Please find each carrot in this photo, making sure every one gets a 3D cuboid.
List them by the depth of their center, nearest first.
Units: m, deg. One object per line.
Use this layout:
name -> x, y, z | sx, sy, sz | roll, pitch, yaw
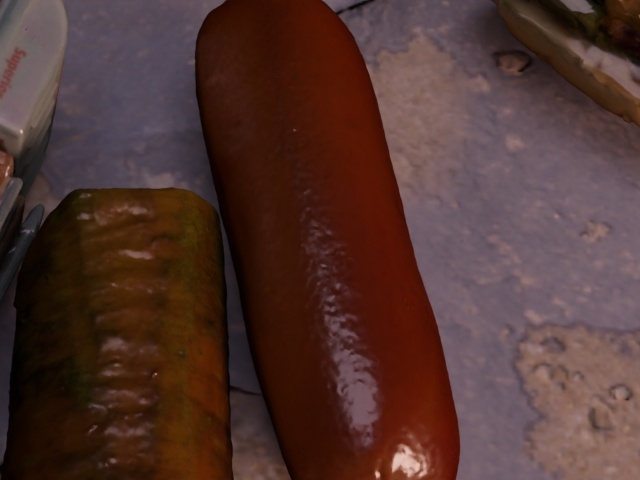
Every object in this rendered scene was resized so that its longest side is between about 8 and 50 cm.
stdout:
carrot -> -0.088, 0.122, 0.712 | 0.114, 0.114, 0.302 | 1, 57, -8

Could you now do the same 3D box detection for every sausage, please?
sausage -> 0.000, 0.000, 0.808 | 0.089, 0.083, 0.300 | 18, 47, -46

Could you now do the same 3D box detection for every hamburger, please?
hamburger -> 0.199, -0.113, 0.906 | 0.155, 0.135, 0.208 | -39, 86, -10

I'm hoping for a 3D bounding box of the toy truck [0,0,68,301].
toy truck -> -0.216, -0.005, 0.757 | 0.162, 0.136, 0.305 | 22, 61, -3
